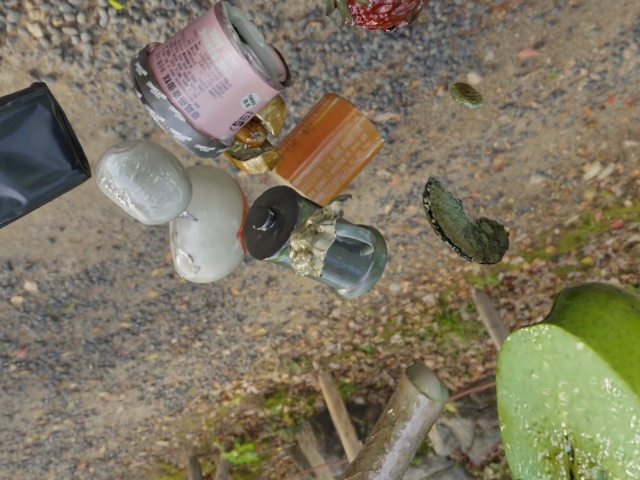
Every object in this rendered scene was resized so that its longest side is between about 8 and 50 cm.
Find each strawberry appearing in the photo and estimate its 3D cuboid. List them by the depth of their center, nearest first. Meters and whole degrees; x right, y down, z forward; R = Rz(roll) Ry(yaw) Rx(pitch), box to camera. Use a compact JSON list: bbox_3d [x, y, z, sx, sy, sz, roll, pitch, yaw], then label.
[{"bbox_3d":[0.140,-0.451,1.036,0.280,0.150,0.253,-32,176,-29],"label":"strawberry"}]

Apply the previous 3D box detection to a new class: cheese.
[{"bbox_3d":[-0.352,-0.120,1.262,0.154,0.189,0.198,-46,-169,-8],"label":"cheese"}]

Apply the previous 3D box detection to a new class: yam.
[{"bbox_3d":[0.063,0.325,0.833,0.081,0.081,0.356,16,107,-47],"label":"yam"}]

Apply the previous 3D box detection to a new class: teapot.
[{"bbox_3d":[0.000,0.000,1.457,0.271,0.200,0.337,-5,158,44],"label":"teapot"}]

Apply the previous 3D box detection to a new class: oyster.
[{"bbox_3d":[-0.008,-0.010,0.992,0.072,0.132,0.209,18,171,-5],"label":"oyster"}]

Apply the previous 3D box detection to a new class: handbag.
[{"bbox_3d":[-0.655,-0.179,1.241,0.302,0.178,0.274,-34,135,-25],"label":"handbag"}]

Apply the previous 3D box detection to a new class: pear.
[{"bbox_3d":[0.341,0.177,0.738,0.160,0.292,0.292,-18,152,-26],"label":"pear"}]

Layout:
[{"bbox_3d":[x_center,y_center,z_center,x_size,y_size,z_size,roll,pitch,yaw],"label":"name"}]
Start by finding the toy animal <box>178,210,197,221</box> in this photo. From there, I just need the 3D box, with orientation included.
[{"bbox_3d":[-0.392,-0.111,1.519,0.062,0.220,0.107,-47,163,-57],"label":"toy animal"}]

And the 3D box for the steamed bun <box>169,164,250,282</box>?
[{"bbox_3d":[-0.337,-0.055,1.951,0.242,0.374,0.374,-5,149,-5],"label":"steamed bun"}]

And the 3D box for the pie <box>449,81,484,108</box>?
[{"bbox_3d":[0.335,-0.331,1.416,0.085,0.084,0.020,-5,145,-27],"label":"pie"}]

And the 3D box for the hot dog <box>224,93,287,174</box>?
[{"bbox_3d":[-0.149,-0.213,1.014,0.101,0.337,0.135,-3,119,-24],"label":"hot dog"}]

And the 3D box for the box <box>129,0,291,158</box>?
[{"bbox_3d":[-0.122,-0.195,0.731,0.135,0.151,0.151,-34,148,17],"label":"box"}]

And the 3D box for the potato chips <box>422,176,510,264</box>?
[{"bbox_3d":[0.290,-0.031,1.228,0.220,0.201,0.029,16,133,-28],"label":"potato chips"}]

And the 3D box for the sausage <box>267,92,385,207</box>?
[{"bbox_3d":[0.005,-0.247,1.789,0.287,0.233,0.233,-47,150,-5],"label":"sausage"}]
